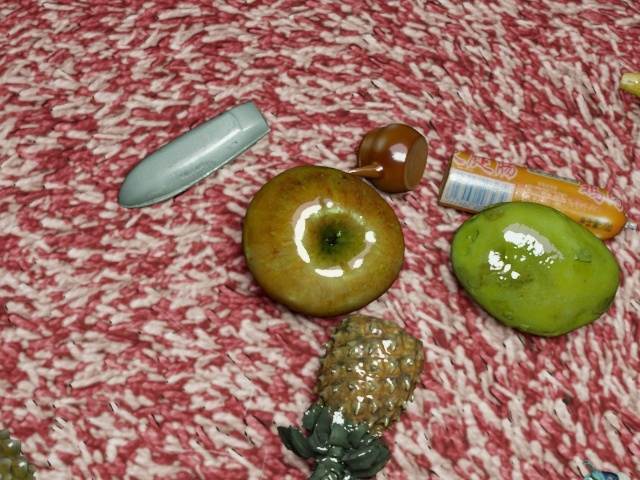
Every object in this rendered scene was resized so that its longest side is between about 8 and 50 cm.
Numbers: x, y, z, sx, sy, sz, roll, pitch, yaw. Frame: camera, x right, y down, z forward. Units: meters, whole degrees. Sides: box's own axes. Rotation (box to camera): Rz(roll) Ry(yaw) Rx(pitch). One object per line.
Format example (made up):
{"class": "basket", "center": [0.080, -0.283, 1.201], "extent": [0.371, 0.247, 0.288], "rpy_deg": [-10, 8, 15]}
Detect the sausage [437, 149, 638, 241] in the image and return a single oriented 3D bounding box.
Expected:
{"class": "sausage", "center": [0.345, -0.062, 1.370], "extent": [0.312, 0.093, 0.093], "rpy_deg": [14, 67, 1]}

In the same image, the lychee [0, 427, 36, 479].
{"class": "lychee", "center": [-0.523, 0.355, 0.969], "extent": [0.432, 0.380, 0.380], "rpy_deg": [-19, 70, -27]}

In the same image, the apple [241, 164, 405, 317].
{"class": "apple", "center": [0.000, 0.000, 1.269], "extent": [0.237, 0.207, 0.237], "rpy_deg": [1, 86, -10]}

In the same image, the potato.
{"class": "potato", "center": [0.315, 0.041, 1.286], "extent": [0.253, 0.148, 0.186], "rpy_deg": [13, 76, -3]}

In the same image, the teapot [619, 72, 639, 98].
{"class": "teapot", "center": [0.643, -0.252, 1.419], "extent": [0.311, 0.203, 0.167], "rpy_deg": [-4, 59, -2]}

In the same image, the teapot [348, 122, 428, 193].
{"class": "teapot", "center": [0.106, -0.134, 1.379], "extent": [0.116, 0.116, 0.173], "rpy_deg": [37, 43, 10]}

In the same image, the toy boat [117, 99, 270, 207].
{"class": "toy boat", "center": [-0.199, -0.125, 1.361], "extent": [0.260, 0.085, 0.078], "rpy_deg": [-32, 72, -5]}

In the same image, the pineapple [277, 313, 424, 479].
{"class": "pineapple", "center": [0.028, 0.253, 1.188], "extent": [0.170, 0.141, 0.310], "rpy_deg": [30, 73, -23]}

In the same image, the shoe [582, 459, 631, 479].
{"class": "shoe", "center": [0.378, 0.377, 1.205], "extent": [0.071, 0.064, 0.143], "rpy_deg": [25, 65, 5]}
